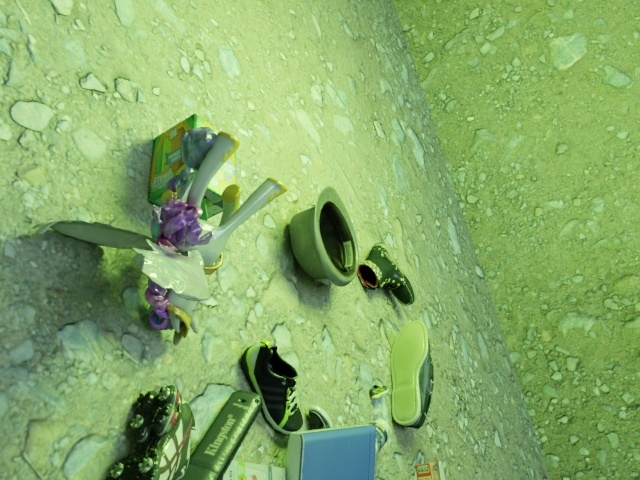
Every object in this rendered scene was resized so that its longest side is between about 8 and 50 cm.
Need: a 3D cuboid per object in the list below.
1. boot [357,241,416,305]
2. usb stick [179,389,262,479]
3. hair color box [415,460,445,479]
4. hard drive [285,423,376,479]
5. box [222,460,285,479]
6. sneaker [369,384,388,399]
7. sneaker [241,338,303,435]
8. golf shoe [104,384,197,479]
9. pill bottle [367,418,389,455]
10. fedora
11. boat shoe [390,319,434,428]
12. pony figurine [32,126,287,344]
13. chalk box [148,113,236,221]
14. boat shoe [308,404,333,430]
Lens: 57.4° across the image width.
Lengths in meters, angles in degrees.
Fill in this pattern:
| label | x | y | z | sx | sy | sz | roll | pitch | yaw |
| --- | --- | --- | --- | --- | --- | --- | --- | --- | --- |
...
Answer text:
| label | x | y | z | sx | sy | sz | roll | pitch | yaw |
| --- | --- | --- | --- | --- | --- | --- | --- | --- | --- |
| boot | 0.211 | 0.137 | 1.902 | 0.236 | 0.085 | 0.178 | 59 | 32 | -4 |
| usb stick | -0.189 | 0.382 | 1.083 | 0.278 | 0.077 | 0.045 | -55 | 144 | -57 |
| hair color box | 0.341 | 0.754 | 1.751 | 0.093 | 0.053 | 0.167 | 22 | 52 | -52 |
| hard drive | 0.031 | 0.538 | 1.335 | 0.318 | 0.040 | 0.210 | 19 | 71 | -54 |
| box | -0.137 | 0.507 | 1.126 | 0.186 | 0.038 | 0.145 | 33 | 45 | -45 |
| sneaker | 0.170 | 0.431 | 1.693 | 0.083 | 0.031 | 0.035 | -11 | 81 | -60 |
| sneaker | -0.087 | 0.322 | 1.267 | 0.235 | 0.097 | 0.084 | 61 | 30 | -14 |
| golf shoe | -0.265 | 0.371 | 0.939 | 0.120 | 0.105 | 0.273 | 57 | 31 | -34 |
| pill bottle | 0.140 | 0.521 | 1.549 | 0.120 | 0.067 | 0.067 | -21 | 90 | -61 |
| fedora | 0.000 | 0.000 | 1.591 | 0.275 | 0.124 | 0.244 | 62 | 31 | -30 |
| boat shoe | 0.298 | 0.420 | 1.820 | 0.113 | 0.127 | 0.340 | 44 | 39 | -39 |
| pony figurine | -0.242 | -0.009 | 1.011 | 0.364 | 0.302 | 0.351 | -62 | 150 | -8 |
| chalk box | -0.266 | -0.126 | 1.222 | 0.132 | 0.132 | 0.213 | 33 | 44 | -47 |
| boat shoe | 0.007 | 0.459 | 1.388 | 0.142 | 0.049 | 0.040 | 66 | 30 | -11 |
